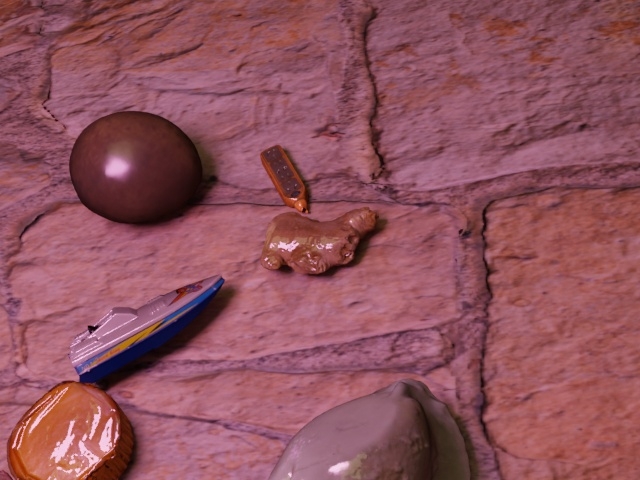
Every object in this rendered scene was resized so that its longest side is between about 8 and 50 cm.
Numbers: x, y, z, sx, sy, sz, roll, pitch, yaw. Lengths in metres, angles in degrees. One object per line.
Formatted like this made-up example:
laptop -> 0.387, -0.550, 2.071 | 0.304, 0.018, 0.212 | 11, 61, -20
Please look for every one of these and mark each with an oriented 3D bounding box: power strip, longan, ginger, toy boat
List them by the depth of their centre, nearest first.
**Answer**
toy boat -> -0.295, 0.136, 1.796 | 0.295, 0.088, 0.129 | -29, 14, -6
ginger -> -0.001, 0.004, 1.845 | 0.213, 0.074, 0.137 | -4, 55, 4
longan -> -0.343, -0.134, 1.948 | 0.246, 0.215, 0.246 | 17, 27, -9
power strip -> -0.063, -0.113, 1.967 | 0.049, 0.028, 0.178 | -26, 54, -6

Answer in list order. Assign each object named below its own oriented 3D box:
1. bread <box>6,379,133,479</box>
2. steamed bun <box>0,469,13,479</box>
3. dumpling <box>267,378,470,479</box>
bread -> -0.399, 0.332, 1.695 | 0.199, 0.104, 0.199 | -5, 59, 9
steamed bun -> -0.542, 0.418, 1.645 | 0.175, 0.145, 0.106 | 24, 45, 14
dumpling -> 0.058, 0.350, 1.501 | 0.321, 0.212, 0.270 | -33, 57, 3
